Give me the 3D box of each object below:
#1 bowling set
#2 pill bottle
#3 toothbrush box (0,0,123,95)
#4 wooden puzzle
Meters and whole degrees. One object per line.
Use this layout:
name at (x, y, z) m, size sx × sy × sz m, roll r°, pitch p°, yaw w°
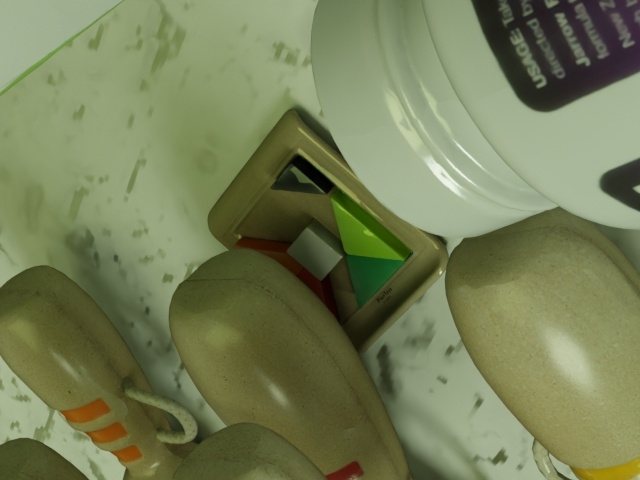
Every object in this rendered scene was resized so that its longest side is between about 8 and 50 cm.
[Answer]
bowling set at (-0.025, 0.112, 0.499) m, size 0.287 × 0.200 × 0.154 m, roll -5°, pitch 129°, yaw 44°
pill bottle at (0.090, -0.065, 0.350) m, size 0.193 × 0.108 × 0.108 m, roll -23°, pitch 104°, yaw 44°
toothbrush box at (-0.179, -0.174, 0.403) m, size 0.283 × 0.122 × 0.206 m, roll 29°, pitch 148°, yaw 30°
wooden puzzle at (0.000, 0.000, 0.531) m, size 0.078 × 0.014 × 0.116 m, roll 39°, pitch 136°, yaw 8°
